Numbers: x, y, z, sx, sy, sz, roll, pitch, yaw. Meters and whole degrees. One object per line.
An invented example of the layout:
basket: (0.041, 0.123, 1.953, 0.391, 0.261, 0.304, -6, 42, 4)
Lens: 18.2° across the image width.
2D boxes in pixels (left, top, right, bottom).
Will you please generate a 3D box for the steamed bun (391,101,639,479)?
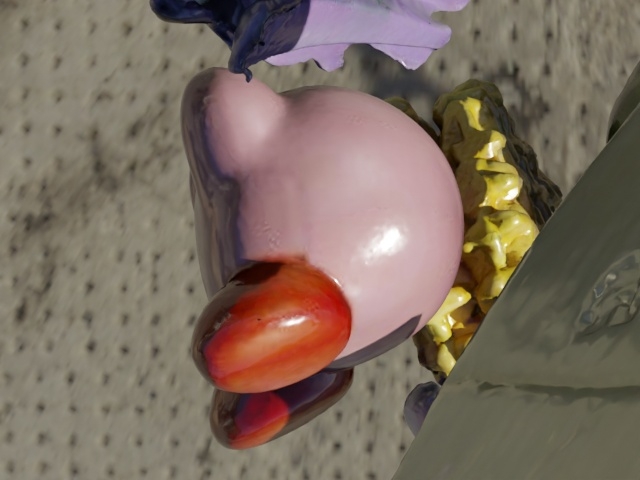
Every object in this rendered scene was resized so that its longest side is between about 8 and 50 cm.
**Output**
steamed bun: (0.238, 0.110, 0.733, 0.290, 0.371, 0.456, 37, 82, -17)

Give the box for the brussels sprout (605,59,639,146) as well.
brussels sprout: (0.396, -0.077, 1.706, 0.276, 0.371, 0.315, 25, 140, -32)

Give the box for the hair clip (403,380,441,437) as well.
hair clip: (0.141, 0.142, 1.072, 0.075, 0.257, 0.146, -46, 125, -26)

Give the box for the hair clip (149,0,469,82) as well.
hair clip: (0.002, -0.151, 1.187, 0.090, 0.278, 0.137, 40, 112, 17)

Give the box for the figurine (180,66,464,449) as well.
figurine: (0.006, 0.006, 1.526, 0.211, 0.270, 0.261, -5, 69, -1)

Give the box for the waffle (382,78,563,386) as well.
waffle: (0.148, 0.019, 1.753, 0.151, 0.324, 0.261, -30, 141, 15)
